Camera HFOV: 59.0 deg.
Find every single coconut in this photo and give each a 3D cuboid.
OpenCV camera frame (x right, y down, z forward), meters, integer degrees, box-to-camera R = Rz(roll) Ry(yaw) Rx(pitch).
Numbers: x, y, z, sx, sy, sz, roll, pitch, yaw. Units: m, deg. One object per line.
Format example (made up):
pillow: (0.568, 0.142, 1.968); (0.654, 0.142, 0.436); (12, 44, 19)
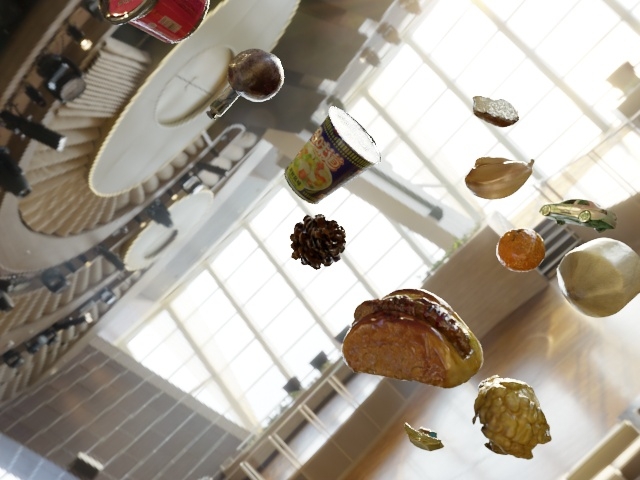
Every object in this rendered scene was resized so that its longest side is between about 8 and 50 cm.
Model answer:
coconut: (0.900, 0.125, 1.837); (0.266, 0.237, 0.237); (-29, -13, -28)

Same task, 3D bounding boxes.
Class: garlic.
garlic: (0.608, -0.207, 1.912); (0.228, 0.110, 0.217); (0, 32, 40)

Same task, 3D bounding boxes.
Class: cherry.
cherry: (-0.229, -0.571, 1.951); (0.195, 0.195, 0.195); (-44, -6, -6)

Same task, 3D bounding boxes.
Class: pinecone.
pinecone: (0.000, 0.000, 1.556); (0.173, 0.173, 0.173); (-44, -6, -6)

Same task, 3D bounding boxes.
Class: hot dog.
hot dog: (0.237, 0.254, 1.555); (0.405, 0.223, 0.185); (0, 13, 40)

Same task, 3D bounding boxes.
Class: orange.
orange: (0.578, 0.024, 1.641); (0.135, 0.117, 0.135); (-33, 25, 17)

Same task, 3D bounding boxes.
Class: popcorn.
popcorn: (0.522, 0.490, 1.562); (0.190, 0.250, 0.250); (-29, 0, 19)

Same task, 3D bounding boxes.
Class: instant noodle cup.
instant noodle cup: (0.029, -0.304, 2.167); (0.312, 0.284, 0.284); (-41, -3, 27)
instant noodle cup: (-0.399, -0.615, 1.416); (0.181, 0.302, 0.258); (25, -83, -54)

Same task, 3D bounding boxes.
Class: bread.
bread: (0.457, -0.340, 1.499); (0.129, 0.126, 0.044); (-78, 3, -48)

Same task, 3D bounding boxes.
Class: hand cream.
hand cream: (-0.318, -0.540, 2.066); (0.256, 0.055, 0.088); (-48, 38, -13)

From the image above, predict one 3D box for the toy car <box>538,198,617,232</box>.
toy car: (0.751, -0.081, 1.656); (0.224, 0.090, 0.076); (20, 90, 60)

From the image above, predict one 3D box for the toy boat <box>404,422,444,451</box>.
toy boat: (0.336, 0.645, 1.862); (0.066, 0.065, 0.172); (-46, 26, -25)
